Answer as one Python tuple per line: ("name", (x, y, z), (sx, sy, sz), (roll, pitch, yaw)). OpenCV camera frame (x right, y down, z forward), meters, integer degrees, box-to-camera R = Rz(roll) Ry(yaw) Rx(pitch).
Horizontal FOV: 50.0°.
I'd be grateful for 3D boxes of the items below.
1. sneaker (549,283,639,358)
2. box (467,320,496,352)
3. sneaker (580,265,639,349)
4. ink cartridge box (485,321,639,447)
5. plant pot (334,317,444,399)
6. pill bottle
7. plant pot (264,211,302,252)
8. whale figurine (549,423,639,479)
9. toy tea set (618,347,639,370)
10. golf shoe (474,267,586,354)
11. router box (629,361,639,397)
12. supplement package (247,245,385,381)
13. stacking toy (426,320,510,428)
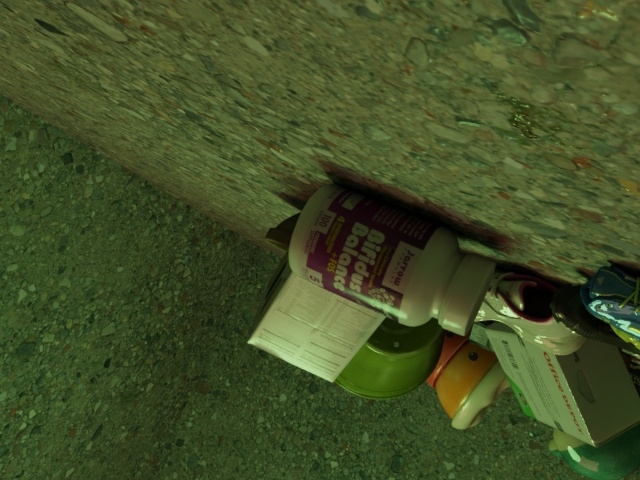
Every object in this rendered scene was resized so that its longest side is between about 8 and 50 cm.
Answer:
("sneaker", (0.440, 0.119, 0.976), (0.234, 0.078, 0.106), (23, 172, -19))
("box", (0.539, 0.274, 1.710), (0.216, 0.060, 0.270), (11, -173, -38))
("sneaker", (0.392, 0.090, 0.816), (0.126, 0.091, 0.240), (27, 175, -9))
("ink cartridge box", (0.461, 0.249, 1.324), (0.211, 0.121, 0.289), (65, 171, -2))
("plant pot", (0.171, 0.204, 1.760), (0.366, 0.366, 0.353), (25, 162, 5))
("pill bottle", (0.115, 0.035, 1.097), (0.301, 0.169, 0.169), (23, 174, 19))
("plant pot", (0.000, 0.000, 1.574), (0.237, 0.110, 0.237), (25, 175, 2))
("whale figurine", (0.583, 0.410, 1.412), (0.141, 0.216, 0.272), (66, -167, 19))
("toy tea set", (0.651, 0.305, 1.491), (0.336, 0.124, 0.200), (25, 174, -2))
("golf shoe", (0.306, 0.086, 1.176), (0.306, 0.115, 0.140), (18, 158, 27))
("router box", (0.744, 0.343, 1.602), (0.122, 0.092, 0.038), (24, 175, 3))
("supplement package", (0.011, 0.101, 1.366), (0.198, 0.263, 0.199), (26, -142, -8))
("stacking toy", (0.361, 0.295, 2.074), (0.480, 0.351, 0.350), (39, 180, 22))
